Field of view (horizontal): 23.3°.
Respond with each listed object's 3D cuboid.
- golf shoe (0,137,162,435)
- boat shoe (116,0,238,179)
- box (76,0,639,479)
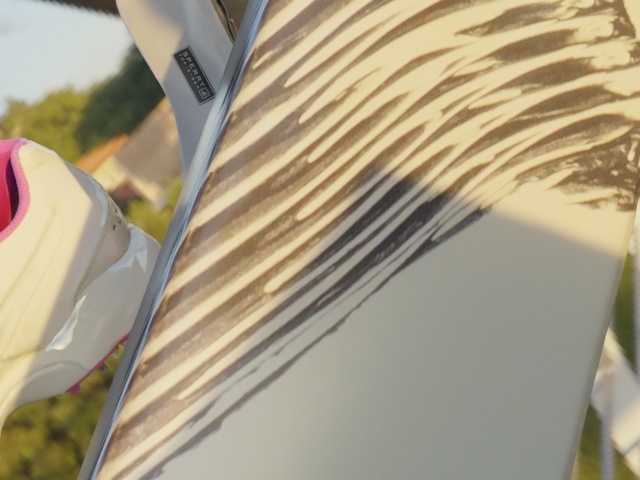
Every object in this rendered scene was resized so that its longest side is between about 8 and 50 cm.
[{"bbox_3d":[-0.220,0.071,0.846,0.115,0.140,0.306,1,43,49],"label":"golf shoe"},{"bbox_3d":[-0.044,-0.063,0.680,0.049,0.142,0.040,-18,14,18],"label":"boat shoe"},{"bbox_3d":[0.016,0.001,0.412,0.094,0.113,0.275,132,156,-69],"label":"box"}]
